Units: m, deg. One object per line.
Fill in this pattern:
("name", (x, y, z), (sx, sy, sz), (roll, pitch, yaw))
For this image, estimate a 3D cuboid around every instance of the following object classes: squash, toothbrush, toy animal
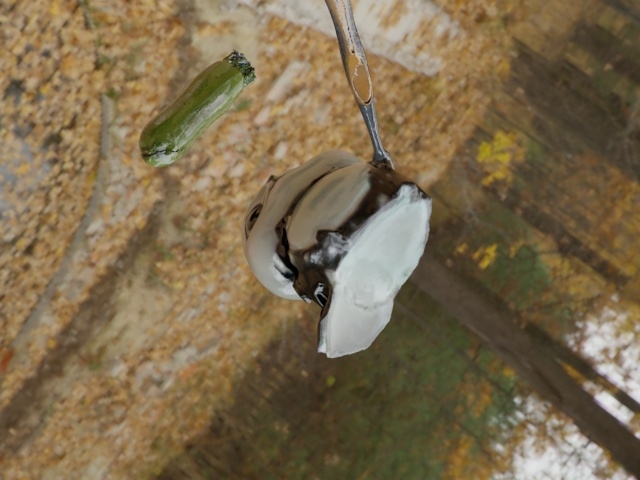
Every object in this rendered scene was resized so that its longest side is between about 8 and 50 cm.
("squash", (-0.131, -0.139, 1.056), (0.183, 0.052, 0.052), (-53, 173, -35))
("toothbrush", (0.031, -0.140, 0.836), (0.023, 0.031, 0.321), (-22, 138, 0))
("toy animal", (0.000, 0.000, 0.896), (0.166, 0.179, 0.138), (-43, 127, -16))
